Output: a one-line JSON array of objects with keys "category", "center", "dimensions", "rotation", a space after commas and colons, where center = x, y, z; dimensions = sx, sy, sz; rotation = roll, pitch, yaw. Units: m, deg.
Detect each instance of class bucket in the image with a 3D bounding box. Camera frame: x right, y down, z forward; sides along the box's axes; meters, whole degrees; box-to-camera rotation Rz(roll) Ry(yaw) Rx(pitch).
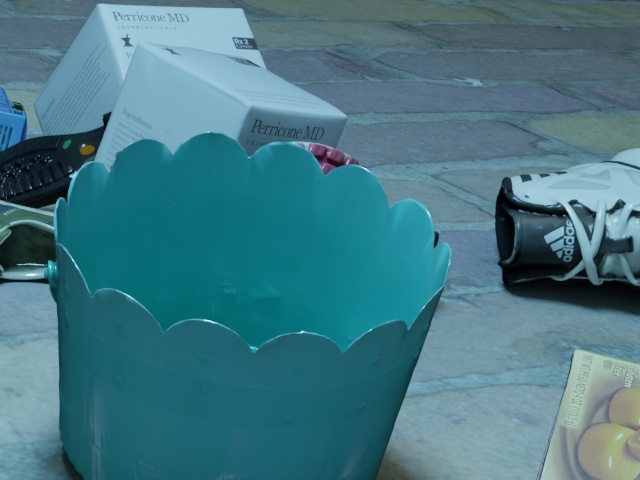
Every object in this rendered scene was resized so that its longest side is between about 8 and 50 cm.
[{"category": "bucket", "center": [-0.059, 0.065, 1.275], "dimensions": [0.281, 0.183, 0.281], "rotation": [8, 30, -5]}]

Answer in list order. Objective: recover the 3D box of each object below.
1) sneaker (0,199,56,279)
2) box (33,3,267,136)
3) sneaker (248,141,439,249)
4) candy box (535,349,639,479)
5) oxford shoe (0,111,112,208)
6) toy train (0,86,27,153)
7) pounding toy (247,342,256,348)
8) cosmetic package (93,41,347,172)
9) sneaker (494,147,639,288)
[{"category": "sneaker", "center": [-0.303, -0.004, 1.614], "dimensions": [0.192, 0.064, 0.086], "rotation": [8, 13, -16]}, {"category": "box", "center": [-0.175, -0.147, 1.891], "dimensions": [0.181, 0.182, 0.119], "rotation": [-4, 61, -35]}, {"category": "sneaker", "center": [0.000, 0.000, 1.609], "dimensions": [0.112, 0.121, 0.299], "rotation": [10, -15, 30]}, {"category": "candy box", "center": [0.304, 0.193, 1.225], "dimensions": [0.316, 0.087, 0.183], "rotation": [13, 38, 11]}, {"category": "oxford shoe", "center": [-0.237, -0.057, 1.767], "dimensions": [0.227, 0.096, 0.083], "rotation": [-16, 46, 2]}, {"category": "toy train", "center": [-0.379, -0.135, 1.967], "dimensions": [0.105, 0.080, 0.184], "rotation": [13, 14, -19]}, {"category": "pounding toy", "center": [-0.109, 0.071, 1.474], "dimensions": [0.130, 0.100, 0.141], "rotation": [12, 7, 4]}, {"category": "cosmetic package", "center": [-0.101, -0.068, 1.668], "dimensions": [0.151, 0.184, 0.151], "rotation": [32, 18, 32]}, {"category": "sneaker", "center": [0.329, 0.024, 1.777], "dimensions": [0.257, 0.169, 0.447], "rotation": [-10, 17, -27]}]
